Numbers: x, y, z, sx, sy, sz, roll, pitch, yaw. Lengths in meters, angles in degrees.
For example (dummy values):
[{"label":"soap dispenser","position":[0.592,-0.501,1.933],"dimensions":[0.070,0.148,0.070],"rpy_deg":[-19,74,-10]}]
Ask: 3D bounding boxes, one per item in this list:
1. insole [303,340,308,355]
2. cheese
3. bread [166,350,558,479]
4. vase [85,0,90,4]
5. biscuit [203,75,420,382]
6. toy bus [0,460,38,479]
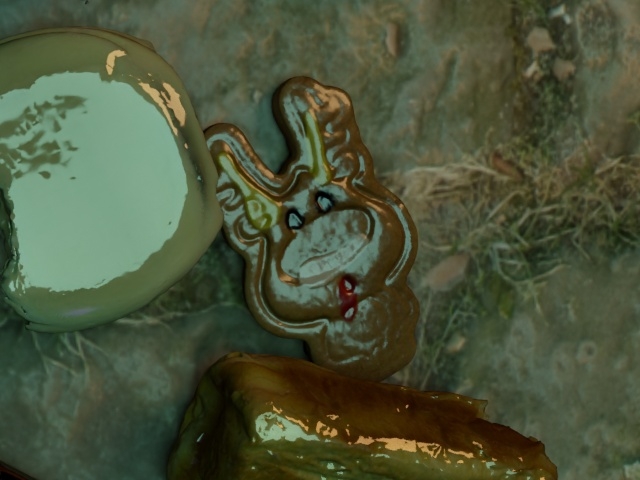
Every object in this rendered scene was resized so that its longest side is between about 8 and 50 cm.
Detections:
[{"label":"insole","position":[0.023,0.052,1.747],"dimensions":[0.045,0.002,0.135],"rpy_deg":[25,89,-19]},{"label":"cheese","position":[-0.217,-0.054,1.594],"dimensions":[0.233,0.127,0.266],"rpy_deg":[-20,101,-14]},{"label":"bread","position":[0.038,0.218,1.697],"dimensions":[0.344,0.149,0.195],"rpy_deg":[16,113,-19]},{"label":"vase","position":[-0.273,-0.417,1.484],"dimensions":[0.445,0.250,0.250],"rpy_deg":[45,83,-14]},{"label":"biscuit","position":[0.001,0.001,1.711],"dimensions":[0.186,0.044,0.295],"rpy_deg":[-33,104,-8]},{"label":"toy bus","position":[-0.384,0.189,1.590],"dimensions":[0.409,0.092,0.093],"rpy_deg":[32,89,-19]}]
